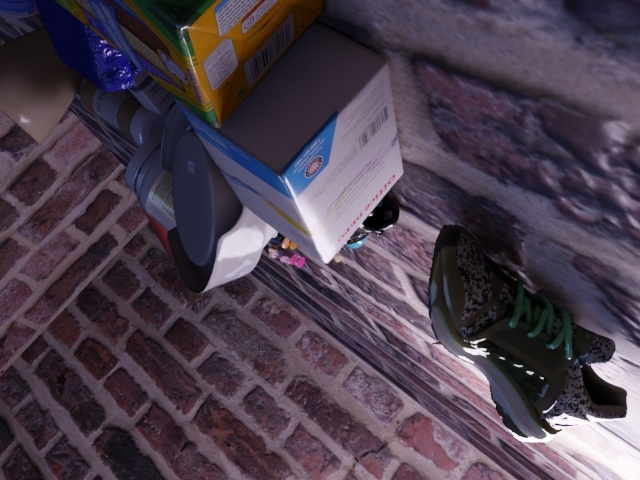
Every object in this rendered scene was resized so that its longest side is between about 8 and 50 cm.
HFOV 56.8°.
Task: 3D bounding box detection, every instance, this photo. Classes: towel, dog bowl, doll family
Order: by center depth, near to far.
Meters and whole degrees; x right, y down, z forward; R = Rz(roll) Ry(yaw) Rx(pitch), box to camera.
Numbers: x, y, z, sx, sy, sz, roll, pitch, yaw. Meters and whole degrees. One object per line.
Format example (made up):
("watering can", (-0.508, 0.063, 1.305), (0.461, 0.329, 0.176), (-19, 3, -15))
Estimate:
("towel", (-0.354, -0.383, 0.831), (0.227, 0.076, 0.308), (36, 145, 38))
("dog bowl", (-0.205, -0.080, 1.105), (0.348, 0.102, 0.349), (19, 112, 58))
("doll family", (-0.154, -0.019, 1.692), (0.163, 0.119, 0.263), (19, 173, 47))

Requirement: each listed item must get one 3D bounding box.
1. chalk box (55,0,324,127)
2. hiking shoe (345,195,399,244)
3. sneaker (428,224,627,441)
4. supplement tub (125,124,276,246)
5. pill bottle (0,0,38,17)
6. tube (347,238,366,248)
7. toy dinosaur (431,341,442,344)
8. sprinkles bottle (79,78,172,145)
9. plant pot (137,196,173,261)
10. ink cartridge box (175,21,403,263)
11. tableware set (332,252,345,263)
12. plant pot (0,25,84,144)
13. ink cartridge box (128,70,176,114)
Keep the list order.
("chalk box", (-0.155, -0.280, 0.531), (0.289, 0.180, 0.179), (38, 168, 6))
("hiking shoe", (0.068, -0.032, 0.933), (0.114, 0.086, 0.227), (13, 176, 17))
("sneaker", (0.292, 0.120, 0.798), (0.182, 0.158, 0.410), (-16, 126, 38))
("supplement tub", (-0.267, -0.100, 1.384), (0.324, 0.235, 0.235), (40, 168, 7))
("pill bottle", (-0.558, -0.502, 1.061), (0.152, 0.152, 0.272), (46, 167, -25))
("tube", (0.012, -0.040, 1.036), (0.080, 0.052, 0.207), (7, 167, 36))
("toy dinosaur", (0.277, 0.189, 1.192), (0.112, 0.064, 0.212), (55, 169, 37))
("sprinkles bottle", (-0.496, -0.336, 1.534), (0.355, 0.121, 0.121), (32, 165, 38))
("plant pot", (-0.408, -0.114, 1.777), (0.243, 0.275, 0.275), (54, 165, -15))
("ink cartridge box", (-0.022, -0.118, 0.715), (0.168, 0.171, 0.233), (36, 166, 25))
("tableware set", (0.000, 0.000, 1.435), (0.141, 0.020, 0.169), (40, 169, 16))
("plant pot", (-0.757, -0.444, 1.588), (0.256, 0.274, 0.256), (38, 168, 10))
("ink cartridge box", (-0.300, -0.313, 1.032), (0.063, 0.109, 0.150), (24, 160, 43))
